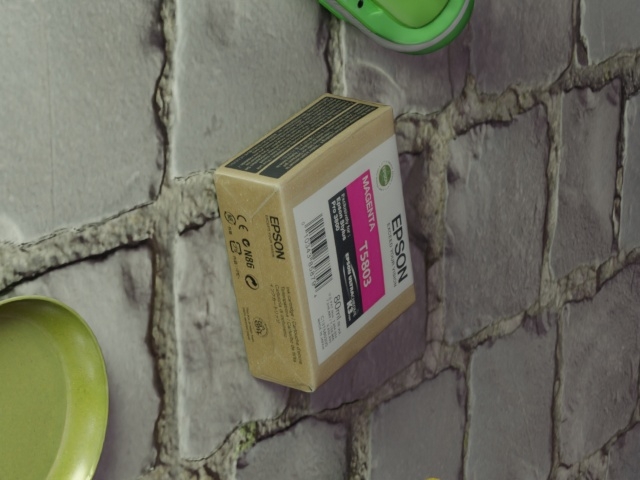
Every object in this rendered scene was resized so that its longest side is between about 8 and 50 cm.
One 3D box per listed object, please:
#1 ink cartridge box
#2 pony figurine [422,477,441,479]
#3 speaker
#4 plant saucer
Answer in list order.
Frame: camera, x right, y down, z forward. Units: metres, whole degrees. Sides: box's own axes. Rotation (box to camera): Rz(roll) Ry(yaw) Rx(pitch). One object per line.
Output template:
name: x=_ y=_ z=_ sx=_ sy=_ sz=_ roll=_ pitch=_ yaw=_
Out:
ink cartridge box: x=0.000 y=0.000 z=1.760 sx=0.193 sy=0.088 sz=0.234 roll=-38 pitch=129 yaw=-42
pony figurine: x=0.108 y=0.440 z=1.943 sx=0.351 sy=0.303 sz=0.363 roll=-21 pitch=127 yaw=-14
speaker: x=0.036 y=-0.282 z=1.688 sx=0.296 sy=0.131 sz=0.131 roll=33 pitch=73 yaw=-54
plant saucer: x=-0.268 y=0.159 z=1.468 sx=0.241 sy=0.037 sz=0.241 roll=-24 pitch=120 yaw=-51
